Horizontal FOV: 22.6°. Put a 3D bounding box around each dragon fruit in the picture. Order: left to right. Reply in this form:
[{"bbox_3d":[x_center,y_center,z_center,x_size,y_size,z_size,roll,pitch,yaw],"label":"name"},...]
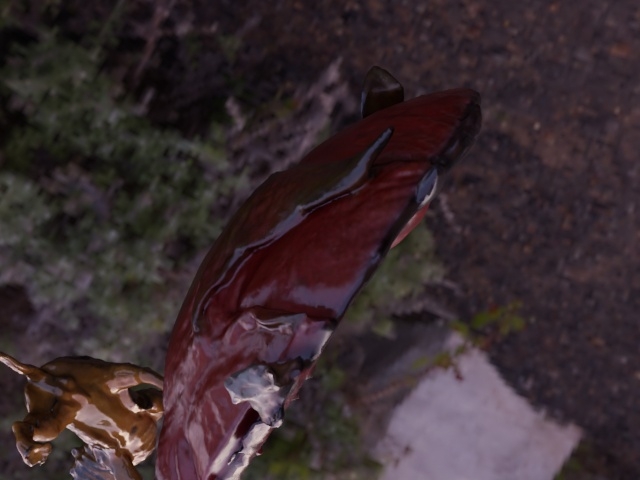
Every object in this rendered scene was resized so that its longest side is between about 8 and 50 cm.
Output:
[{"bbox_3d":[0.000,0.000,0.957,0.100,0.343,0.282,37,125,-1],"label":"dragon fruit"}]

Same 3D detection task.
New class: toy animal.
[{"bbox_3d":[-0.176,0.118,1.163,0.116,0.114,0.255,26,165,36],"label":"toy animal"}]
